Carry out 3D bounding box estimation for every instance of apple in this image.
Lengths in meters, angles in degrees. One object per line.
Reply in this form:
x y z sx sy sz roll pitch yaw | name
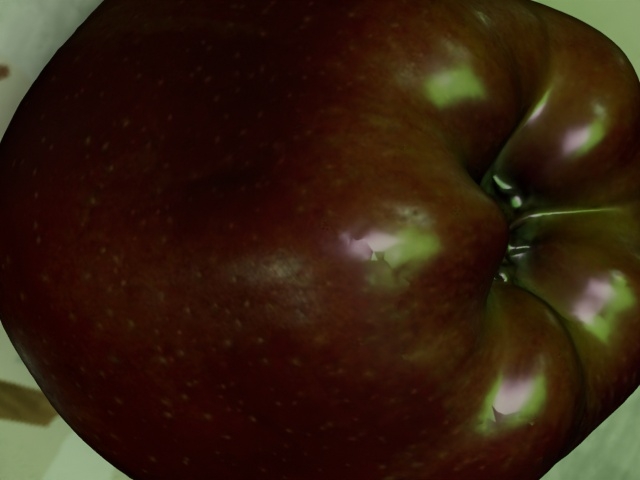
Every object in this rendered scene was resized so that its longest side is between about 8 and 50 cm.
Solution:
0.000 0.000 0.760 0.288 0.317 0.288 1 89 -43 | apple
